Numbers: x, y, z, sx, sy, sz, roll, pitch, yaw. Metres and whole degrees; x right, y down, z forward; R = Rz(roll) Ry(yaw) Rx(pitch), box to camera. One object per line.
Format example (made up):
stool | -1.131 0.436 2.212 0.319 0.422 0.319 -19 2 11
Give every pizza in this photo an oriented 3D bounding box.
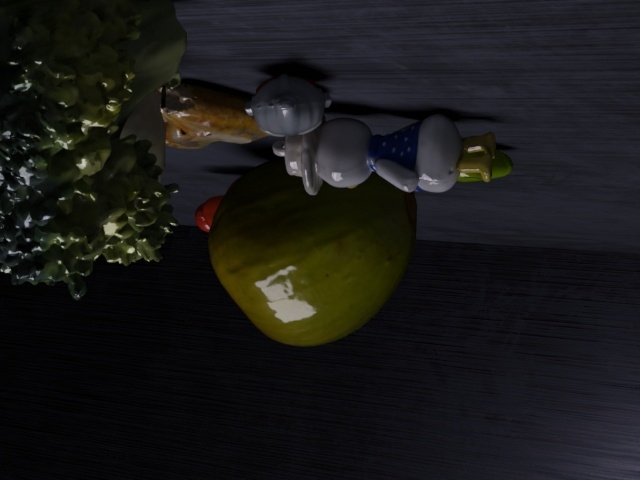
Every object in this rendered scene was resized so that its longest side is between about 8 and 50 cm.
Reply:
pizza | -0.217 -0.164 1.715 0.297 0.071 0.189 4 175 36

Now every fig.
fig | -0.003 0.008 2.110 0.343 0.343 0.343 6 175 1

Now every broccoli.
broccoli | -0.255 -0.144 1.153 0.281 0.347 0.293 -29 -123 -34

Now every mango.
mango | 0.226 -0.111 1.826 0.108 0.056 0.073 5 -179 -10

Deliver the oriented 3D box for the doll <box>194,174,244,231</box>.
doll | -0.116 -0.064 2.405 0.290 0.129 0.161 -11 176 20

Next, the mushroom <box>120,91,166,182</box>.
mushroom | -0.298 -0.141 1.483 0.254 0.234 0.260 -28 117 25

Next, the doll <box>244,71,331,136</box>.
doll | -0.039 -0.161 1.504 0.102 0.075 0.227 -10 -173 -1

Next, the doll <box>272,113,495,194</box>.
doll | 0.080 -0.113 1.653 0.293 0.138 0.119 3 134 12
